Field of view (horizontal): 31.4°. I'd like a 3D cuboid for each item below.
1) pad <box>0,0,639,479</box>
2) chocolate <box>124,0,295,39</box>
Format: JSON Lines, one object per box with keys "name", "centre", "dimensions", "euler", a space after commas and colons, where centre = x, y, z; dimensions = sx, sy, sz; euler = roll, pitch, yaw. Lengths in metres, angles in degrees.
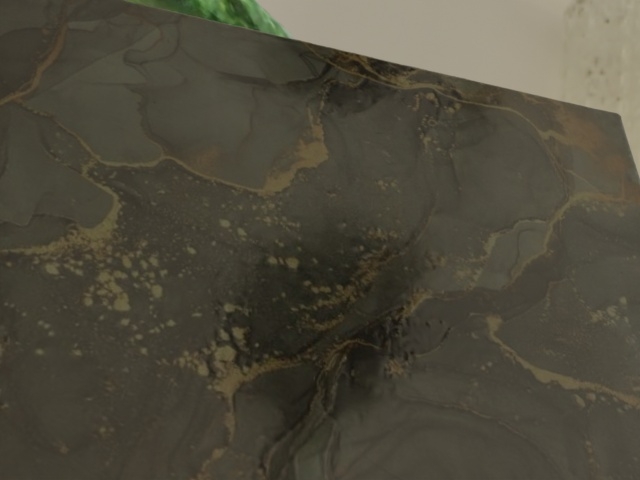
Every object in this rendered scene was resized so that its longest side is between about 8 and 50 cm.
{"name": "pad", "centre": [0.000, 0.000, 0.470], "dimensions": [0.368, 0.247, 0.007], "euler": [10, -40, -20]}
{"name": "chocolate", "centre": [-0.140, -0.196, 0.749], "dimensions": [0.291, 0.110, 0.110], "euler": [37, -34, -14]}
